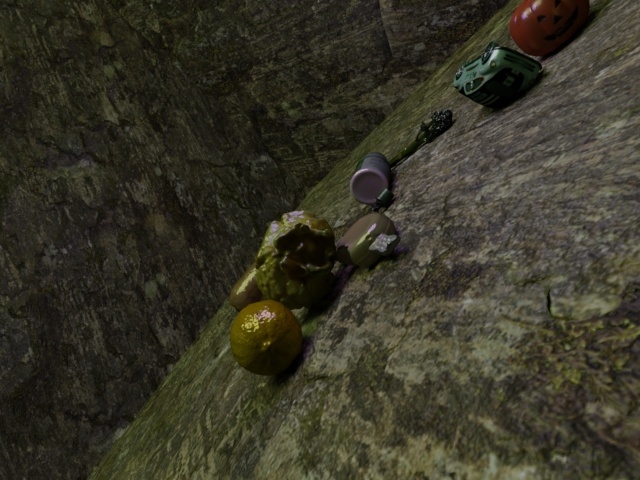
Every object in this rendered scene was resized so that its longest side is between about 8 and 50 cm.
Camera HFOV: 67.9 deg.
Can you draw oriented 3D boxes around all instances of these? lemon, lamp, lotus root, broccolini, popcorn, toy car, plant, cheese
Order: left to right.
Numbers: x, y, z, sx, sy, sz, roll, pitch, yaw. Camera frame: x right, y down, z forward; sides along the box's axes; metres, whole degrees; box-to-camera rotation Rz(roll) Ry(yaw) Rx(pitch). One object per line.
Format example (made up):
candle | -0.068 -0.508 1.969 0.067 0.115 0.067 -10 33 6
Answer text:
lotus root | -0.259 0.166 2.047 0.343 0.151 0.169 -55 11 -20
lemon | -0.128 0.230 1.135 0.181 0.180 0.193 -53 10 -29
popcorn | -0.064 0.052 1.290 0.270 0.224 0.258 -68 -10 -62
cheese | 0.126 0.004 1.167 0.163 0.082 0.286 -50 10 -3
plant | 0.184 -0.113 1.480 0.102 0.051 0.051 -53 9 1
broccolini | 0.325 -0.351 1.726 0.079 0.074 0.392 -47 8 -39
toy car | 0.456 -0.424 1.280 0.306 0.136 0.125 -147 78 -82
lamp | 0.582 -0.582 1.227 0.187 0.164 0.188 -45 12 12

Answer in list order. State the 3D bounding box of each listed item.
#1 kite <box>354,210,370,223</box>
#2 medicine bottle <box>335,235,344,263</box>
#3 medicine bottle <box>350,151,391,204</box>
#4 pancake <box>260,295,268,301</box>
kite | 0.064 0.020 1.596 0.310 0.015 0.169 -52 9 -16
medicine bottle | 0.083 0.019 1.381 0.074 0.055 0.118 -50 10 -20
medicine bottle | 0.186 -0.234 1.714 0.133 0.133 0.274 -44 11 24
pancake | -0.136 0.178 1.724 0.356 0.065 0.356 -48 8 9
